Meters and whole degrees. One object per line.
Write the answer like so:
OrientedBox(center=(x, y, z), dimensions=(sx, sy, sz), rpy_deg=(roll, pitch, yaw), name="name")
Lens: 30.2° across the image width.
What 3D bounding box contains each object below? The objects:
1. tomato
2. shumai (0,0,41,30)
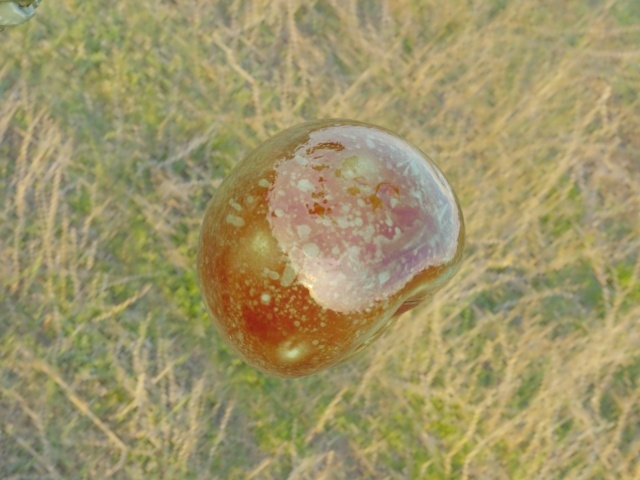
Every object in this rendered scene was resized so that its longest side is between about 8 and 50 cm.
OrientedBox(center=(0.000, 0.000, 1.166), dimensions=(0.223, 0.270, 0.270), rpy_deg=(56, 36, 8), name="tomato")
OrientedBox(center=(-0.336, -0.264, 1.148), dimensions=(0.189, 0.218, 0.256), rpy_deg=(58, 47, -40), name="shumai")
